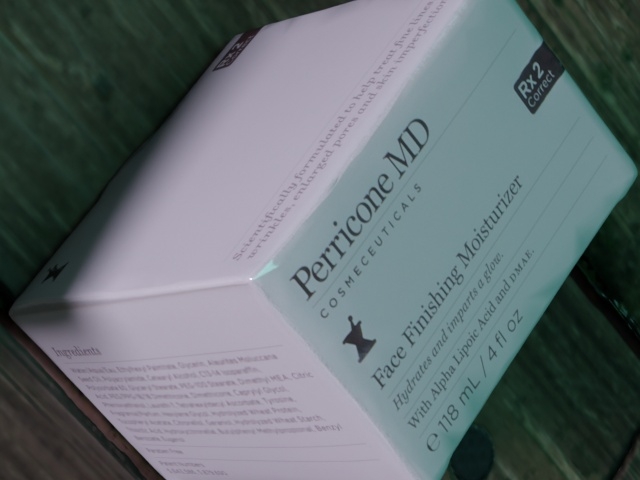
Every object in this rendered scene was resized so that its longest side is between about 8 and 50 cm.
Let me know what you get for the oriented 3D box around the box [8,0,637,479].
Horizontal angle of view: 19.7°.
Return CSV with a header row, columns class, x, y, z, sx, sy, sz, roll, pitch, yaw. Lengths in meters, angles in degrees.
class,x,y,z,sx,sy,sz,roll,pitch,yaw
box,0.000,0.000,0.767,0.119,0.182,0.181,50,59,-23
